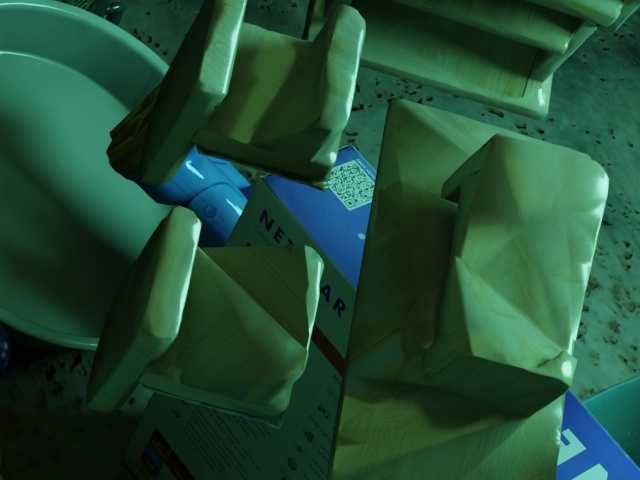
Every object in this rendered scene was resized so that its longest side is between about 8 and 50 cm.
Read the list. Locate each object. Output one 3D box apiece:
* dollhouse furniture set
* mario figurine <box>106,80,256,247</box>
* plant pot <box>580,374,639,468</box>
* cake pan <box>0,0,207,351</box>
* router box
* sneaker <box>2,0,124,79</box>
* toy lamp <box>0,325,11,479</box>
[{"bbox_3d":[0.080,-0.028,1.025,0.362,0.256,0.394,16,66,-12],"label":"dollhouse furniture set"},{"bbox_3d":[0.000,0.000,1.332,0.320,0.170,0.198,48,42,-16],"label":"mario figurine"},{"bbox_3d":[0.266,0.233,1.260,0.290,0.290,0.195,-44,114,-47],"label":"plant pot"},{"bbox_3d":[-0.197,-0.044,1.353,0.293,0.054,0.293,19,54,-28],"label":"cake pan"},{"bbox_3d":[0.039,0.163,1.148,0.082,0.301,0.335,-22,63,-40],"label":"router box"},{"bbox_3d":[-0.250,-0.207,1.513,0.130,0.087,0.227,-12,59,-38],"label":"sneaker"},{"bbox_3d":[-0.213,0.175,1.167,0.080,0.080,0.275,2,49,-27],"label":"toy lamp"}]
